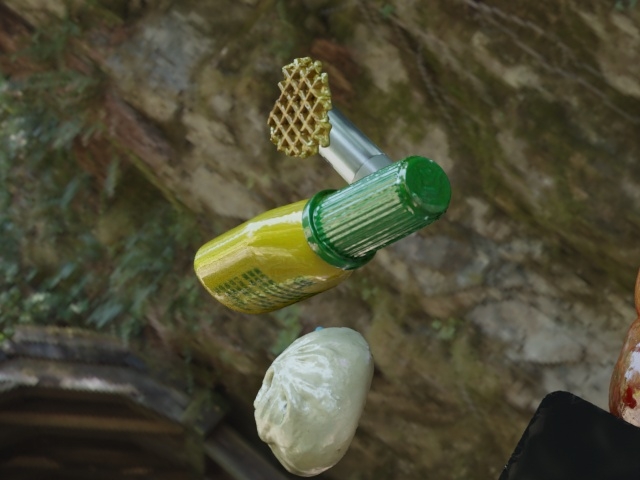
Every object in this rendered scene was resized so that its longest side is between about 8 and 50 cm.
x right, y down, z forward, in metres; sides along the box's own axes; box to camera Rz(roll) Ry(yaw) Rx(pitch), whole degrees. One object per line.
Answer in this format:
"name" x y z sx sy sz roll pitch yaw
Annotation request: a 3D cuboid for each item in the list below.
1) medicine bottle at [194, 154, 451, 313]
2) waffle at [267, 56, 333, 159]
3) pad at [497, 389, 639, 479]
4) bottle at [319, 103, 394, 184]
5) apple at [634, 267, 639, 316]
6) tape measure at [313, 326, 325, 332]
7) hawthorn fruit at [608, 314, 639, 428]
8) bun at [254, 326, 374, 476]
"medicine bottle" 0.000 0.000 1.000 0.309 0.111 0.076 -24 56 53
"waffle" -0.016 -0.109 0.949 0.016 0.078 0.085 -8 -68 -39
"pad" 0.387 0.226 1.371 0.323 0.250 0.055 -60 -10 -10
"bottle" 0.052 -0.151 1.957 0.096 0.253 0.079 4 -53 -55
"apple" 0.677 0.087 2.045 0.230 0.230 0.230 -48 -14 -17
"tape measure" -0.007 0.230 2.188 0.125 0.081 0.146 -62 1 -7
"hawthorn fruit" 0.518 0.212 1.507 0.316 0.316 0.316 -48 -14 -17
"bun" -0.020 0.224 1.640 0.231 0.133 0.231 -59 14 25
